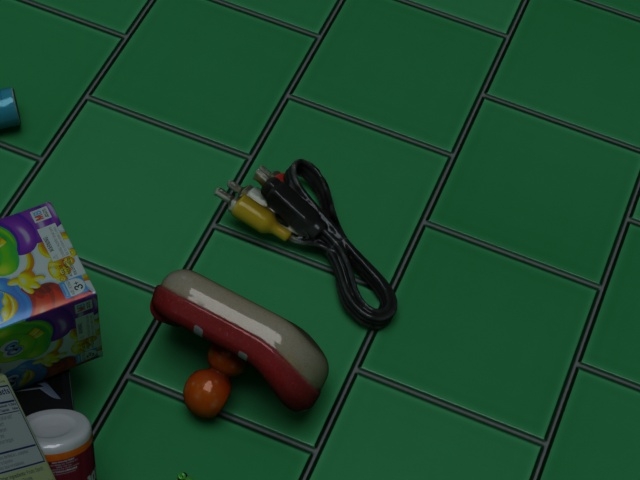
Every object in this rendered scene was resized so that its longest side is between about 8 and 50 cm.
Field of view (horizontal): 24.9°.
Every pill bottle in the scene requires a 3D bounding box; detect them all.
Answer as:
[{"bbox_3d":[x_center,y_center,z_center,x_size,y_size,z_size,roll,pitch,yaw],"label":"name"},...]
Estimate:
[{"bbox_3d":[-0.286,0.267,1.579,0.086,0.152,0.086,-1,24,0],"label":"pill bottle"}]

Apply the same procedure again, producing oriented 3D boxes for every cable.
[{"bbox_3d":[0.000,0.000,1.883,0.287,0.072,0.139,46,45,11],"label":"cable"}]

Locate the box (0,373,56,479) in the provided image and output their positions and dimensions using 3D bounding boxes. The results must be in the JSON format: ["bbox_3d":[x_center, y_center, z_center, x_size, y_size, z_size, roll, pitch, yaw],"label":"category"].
[{"bbox_3d":[-0.382,0.293,1.476,0.214,0.117,0.243,-29,81,14],"label":"box"}]

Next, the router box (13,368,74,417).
[{"bbox_3d":[-0.420,0.139,1.707,0.243,0.081,0.308,-6,56,-10],"label":"router box"}]

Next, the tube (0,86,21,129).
[{"bbox_3d":[-0.508,-0.158,1.937,0.207,0.052,0.080,-14,46,-8],"label":"tube"}]

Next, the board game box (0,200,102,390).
[{"bbox_3d":[-0.398,0.092,1.604,0.275,0.144,0.142,-21,60,-18],"label":"board game box"}]

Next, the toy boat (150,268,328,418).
[{"bbox_3d":[-0.109,0.142,1.721,0.231,0.151,0.151,27,87,14],"label":"toy boat"}]

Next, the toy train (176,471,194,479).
[{"bbox_3d":[-0.172,0.301,1.656,0.024,0.017,0.083,33,57,5],"label":"toy train"}]
